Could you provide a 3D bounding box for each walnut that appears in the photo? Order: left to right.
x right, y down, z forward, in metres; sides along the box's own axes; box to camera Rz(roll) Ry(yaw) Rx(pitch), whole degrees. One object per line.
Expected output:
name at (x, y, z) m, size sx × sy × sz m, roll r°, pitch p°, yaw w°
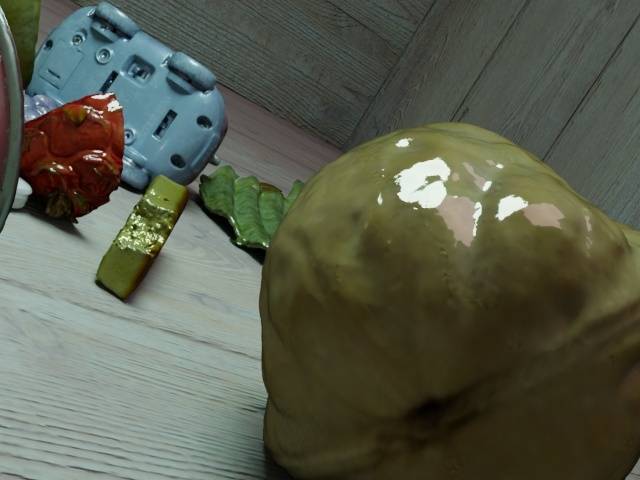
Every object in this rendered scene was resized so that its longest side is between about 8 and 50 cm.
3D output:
walnut at (0.111, 0.081, 0.748) m, size 0.381 × 0.381 × 0.381 m, roll 31°, pitch 10°, yaw -6°

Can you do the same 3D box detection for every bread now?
bread at (-0.184, -0.011, 0.968) m, size 0.049 × 0.088 × 0.226 m, roll 32°, pitch 8°, yaw -10°

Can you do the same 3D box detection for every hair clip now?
hair clip at (-0.353, -0.126, 1.176) m, size 0.195 × 0.052 × 0.124 m, roll 47°, pitch 25°, yaw 28°

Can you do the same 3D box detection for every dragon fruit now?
dragon fruit at (-0.271, -0.077, 0.958) m, size 0.083 × 0.162 × 0.106 m, roll -4°, pitch 69°, yaw -59°

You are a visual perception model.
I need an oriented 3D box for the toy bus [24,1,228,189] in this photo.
toy bus at (-0.273, -0.198, 1.370) m, size 0.294 × 0.197 × 0.232 m, roll 33°, pitch 0°, yaw 9°

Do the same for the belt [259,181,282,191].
belt at (-0.095, -0.070, 1.626) m, size 0.083 × 0.059 × 0.036 m, roll 29°, pitch 10°, yaw -24°

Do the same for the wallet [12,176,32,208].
wallet at (-0.360, -0.069, 0.867) m, size 0.095 × 0.033 × 0.190 m, roll 34°, pitch 9°, yaw 18°

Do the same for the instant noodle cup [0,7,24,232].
instant noodle cup at (-0.333, -0.074, 0.492) m, size 0.244 × 0.244 × 0.255 m, roll 37°, pitch 19°, yaw 26°

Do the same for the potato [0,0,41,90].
potato at (-0.518, -0.306, 1.175) m, size 0.280 × 0.212 × 0.330 m, roll -3°, pitch 4°, yaw -29°

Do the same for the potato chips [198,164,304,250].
potato chips at (0.005, 0.005, 1.461) m, size 0.373 × 0.097 × 0.389 m, roll 21°, pitch 13°, yaw -44°
